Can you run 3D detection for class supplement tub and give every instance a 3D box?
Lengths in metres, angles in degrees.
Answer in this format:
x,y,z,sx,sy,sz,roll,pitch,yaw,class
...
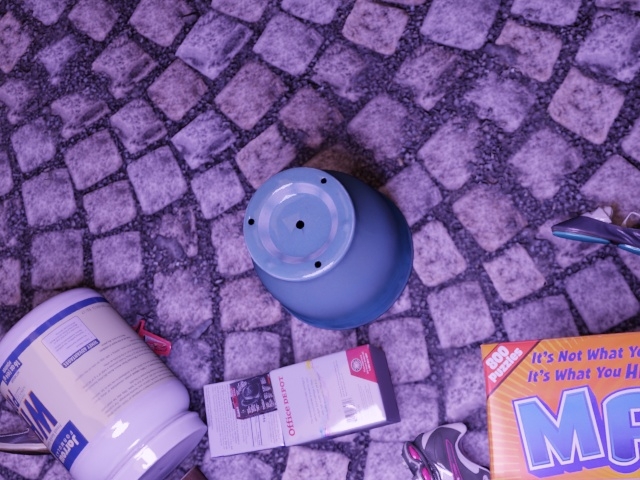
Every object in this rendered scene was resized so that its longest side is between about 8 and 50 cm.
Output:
x,y,z,sx,sy,sz,roll,pitch,yaw,class
-0.372,0.265,1.530,0.235,0.235,0.325,-46,77,2,supplement tub

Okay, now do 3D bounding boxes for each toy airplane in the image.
x,y,z,sx,sy,sz,roll,pitch,yaw,class
-0.342,0.207,1.671,0.151,0.028,0.151,-4,77,16,toy airplane

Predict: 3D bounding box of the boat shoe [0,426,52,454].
x,y,z,sx,sy,sz,roll,pitch,yaw,class
-0.490,0.354,1.659,0.223,0.080,0.073,-4,71,10,boat shoe

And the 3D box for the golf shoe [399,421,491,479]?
x,y,z,sx,sy,sz,roll,pitch,yaw,class
0.235,0.419,1.423,0.120,0.105,0.273,-30,72,0,golf shoe

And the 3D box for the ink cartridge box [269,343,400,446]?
x,y,z,sx,sy,sz,roll,pitch,yaw,class
0.025,0.259,1.501,0.176,0.127,0.128,-16,75,12,ink cartridge box

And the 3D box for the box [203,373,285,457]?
x,y,z,sx,sy,sz,roll,pitch,yaw,class
-0.122,0.302,1.564,0.137,0.072,0.126,-12,74,14,box

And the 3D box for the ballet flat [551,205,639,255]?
x,y,z,sx,sy,sz,roll,pitch,yaw,class
0.480,-0.017,1.465,0.203,0.074,0.074,15,82,12,ballet flat

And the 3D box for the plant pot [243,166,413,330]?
x,y,z,sx,sy,sz,roll,pitch,yaw,class
0.000,0.000,1.500,0.271,0.255,0.271,-3,77,15,plant pot

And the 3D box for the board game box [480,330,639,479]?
x,y,z,sx,sy,sz,roll,pitch,yaw,class
0.430,0.323,1.249,0.356,0.356,0.356,-6,76,14,board game box

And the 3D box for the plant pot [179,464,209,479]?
x,y,z,sx,sy,sz,roll,pitch,yaw,class
-0.195,0.528,1.482,0.230,0.215,0.215,42,91,5,plant pot

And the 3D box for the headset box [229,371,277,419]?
x,y,z,sx,sy,sz,roll,pitch,yaw,class
-0.111,0.261,1.514,0.083,0.032,0.062,-19,72,12,headset box
